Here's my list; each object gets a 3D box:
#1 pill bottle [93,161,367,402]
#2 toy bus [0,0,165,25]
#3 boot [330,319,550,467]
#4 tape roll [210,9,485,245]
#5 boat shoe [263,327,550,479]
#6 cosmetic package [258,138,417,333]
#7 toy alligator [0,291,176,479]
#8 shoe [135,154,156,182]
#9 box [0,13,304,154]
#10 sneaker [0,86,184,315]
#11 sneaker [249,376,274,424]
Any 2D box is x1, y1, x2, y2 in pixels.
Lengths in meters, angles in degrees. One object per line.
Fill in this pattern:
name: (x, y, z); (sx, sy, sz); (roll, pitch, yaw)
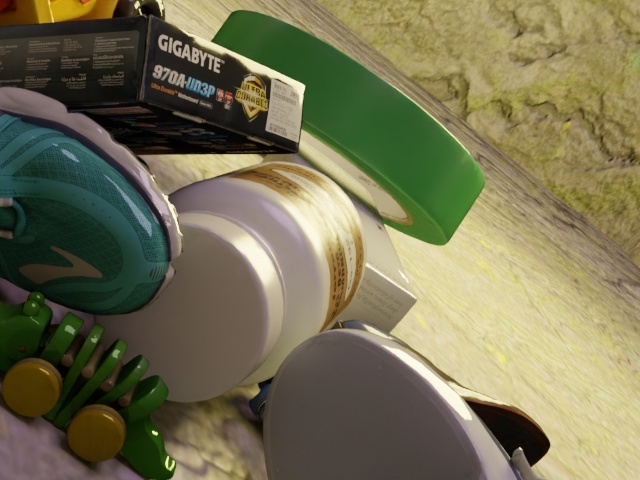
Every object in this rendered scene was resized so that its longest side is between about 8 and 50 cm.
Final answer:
pill bottle: (-0.053, 0.022, 0.725); (0.131, 0.131, 0.229); (42, 15, 4)
toy bus: (-0.229, -0.189, 0.837); (0.149, 0.220, 0.211); (12, 38, 19)
boot: (0.097, 0.125, 0.908); (0.219, 0.082, 0.106); (25, 24, -42)
tape roll: (0.017, -0.113, 1.179); (0.321, 0.077, 0.321); (34, -6, 4)
boat shoe: (0.114, 0.202, 0.630); (0.367, 0.136, 0.156); (50, 17, 20)
cosmetic package: (0.000, 0.000, 1.014); (0.117, 0.085, 0.231); (34, 15, -23)
toy alligator: (-0.140, 0.053, 0.574); (0.190, 0.051, 0.056); (39, 15, -11)
shoe: (-0.135, -0.023, 0.744); (0.063, 0.081, 0.178); (42, 15, 2)
box: (-0.147, -0.091, 0.724); (0.220, 0.051, 0.175); (2, -5, 29)
sneaker: (-0.203, -0.035, 0.582); (0.275, 0.107, 0.110); (28, 21, 3)
sneaker: (-0.009, 0.102, 0.770); (0.058, 0.052, 0.135); (38, 13, 9)
